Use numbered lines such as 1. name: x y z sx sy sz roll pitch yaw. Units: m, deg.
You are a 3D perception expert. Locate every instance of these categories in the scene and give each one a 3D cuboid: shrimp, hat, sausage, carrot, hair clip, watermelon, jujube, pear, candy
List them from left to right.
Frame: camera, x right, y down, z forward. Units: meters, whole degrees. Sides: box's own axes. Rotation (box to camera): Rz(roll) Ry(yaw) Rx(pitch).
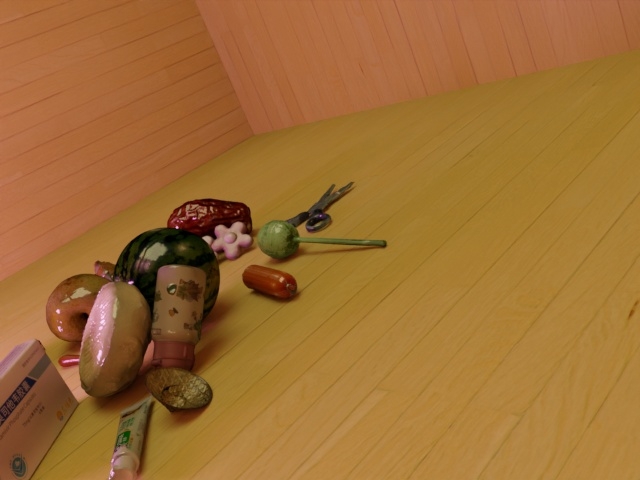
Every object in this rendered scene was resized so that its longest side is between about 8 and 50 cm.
1. carrot: -0.682 0.334 1.956 0.142 0.035 0.035 -8 23 28
2. pear: -0.713 0.196 2.118 0.229 0.188 0.211 -31 28 -5
3. shrimp: -0.642 0.142 2.340 0.164 0.062 0.317 11 13 -46
4. watermelon: -0.404 0.103 1.863 0.285 0.285 0.285 -21 19 7
5. hat: -0.306 0.334 1.475 0.146 0.067 0.146 19 18 -6
6. jujube: -0.384 -0.057 2.436 0.291 0.197 0.197 -9 18 -4
7. hair clip: -0.348 0.024 2.310 0.257 0.075 0.146 -25 56 5
8. sausage: -0.127 0.110 1.855 0.071 0.071 0.234 -32 21 -25
9. candy: 0.000 0.000 2.000 0.440 0.119 0.119 1 30 37

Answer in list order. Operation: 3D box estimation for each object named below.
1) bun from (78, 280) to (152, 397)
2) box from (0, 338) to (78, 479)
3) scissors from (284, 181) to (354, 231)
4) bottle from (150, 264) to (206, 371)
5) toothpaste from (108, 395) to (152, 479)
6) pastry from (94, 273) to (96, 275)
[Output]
1. bun: -0.479 0.238 1.674 0.146 0.287 0.287 13 2 -27
2. box: -0.666 0.384 1.535 0.065 0.200 0.343 -22 18 11
3. scissors: -0.008 -0.115 2.397 0.256 0.029 0.383 -10 24 36
4. bottle: -0.335 0.191 1.642 0.121 0.253 0.120 2 -18 1
5. toothpaste: -0.380 0.395 1.411 0.058 0.055 0.314 15 9 -14
6. pastry: -0.803 0.185 2.409 0.193 0.093 0.182 -10 18 26
